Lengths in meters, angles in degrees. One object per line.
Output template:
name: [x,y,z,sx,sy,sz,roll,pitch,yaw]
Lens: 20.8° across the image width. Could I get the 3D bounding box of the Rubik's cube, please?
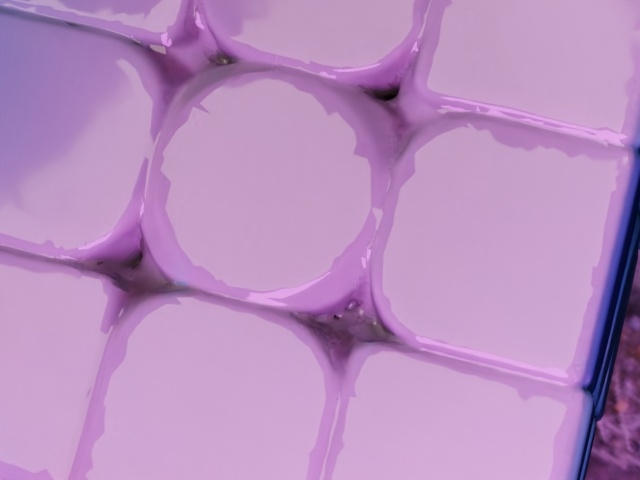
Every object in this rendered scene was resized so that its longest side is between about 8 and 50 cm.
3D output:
Rubik's cube: [0.000,0.000,0.817,0.291,0.292,0.290,13,83,11]
